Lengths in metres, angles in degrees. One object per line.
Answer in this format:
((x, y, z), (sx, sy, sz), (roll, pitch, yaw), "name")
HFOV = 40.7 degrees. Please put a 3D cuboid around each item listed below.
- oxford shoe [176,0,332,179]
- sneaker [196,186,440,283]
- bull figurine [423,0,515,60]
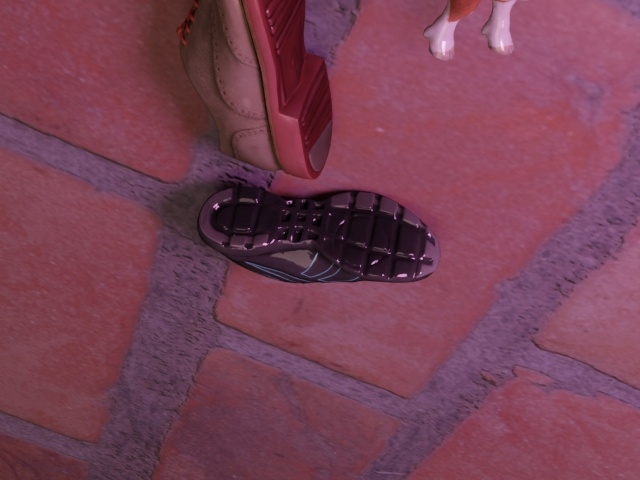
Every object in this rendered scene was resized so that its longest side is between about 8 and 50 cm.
((-0.081, -0.195, 0.767), (0.130, 0.123, 0.348), (6, 133, 19), "oxford shoe")
((0.000, 0.000, 0.968), (0.268, 0.101, 0.106), (11, 157, 5), "sneaker")
((0.102, -0.240, 0.637), (0.310, 0.101, 0.188), (38, 138, 15), "bull figurine")
